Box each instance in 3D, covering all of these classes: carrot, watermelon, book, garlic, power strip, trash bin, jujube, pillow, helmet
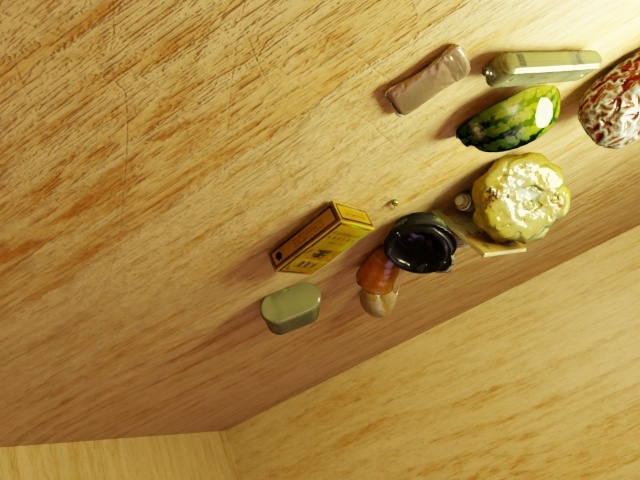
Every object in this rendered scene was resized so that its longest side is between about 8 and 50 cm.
[{"bbox_3d":[0.235,0.092,2.134,0.159,0.159,0.225,-12,141,-24],"label":"carrot"},{"bbox_3d":[0.532,-0.316,1.496,0.303,0.129,0.159,-24,175,12],"label":"watermelon"},{"bbox_3d":[0.558,-0.038,1.955,0.207,0.295,0.020,-6,126,-29],"label":"book"},{"bbox_3d":[0.277,0.274,2.556,0.244,0.145,0.164,14,106,-56],"label":"garlic"},{"bbox_3d":[0.553,-0.439,1.394,0.387,0.066,0.092,-12,170,-27],"label":"power strip"},{"bbox_3d":[-0.116,0.284,2.218,0.243,0.121,0.247,-20,158,-9],"label":"trash bin"},{"bbox_3d":[0.910,-0.415,1.586,0.317,0.226,0.226,-40,151,27],"label":"jujube"},{"bbox_3d":[0.258,-0.375,1.306,0.211,0.034,0.135,-32,151,15],"label":"pillow"},{"bbox_3d":[0.360,-0.013,1.951,0.230,0.161,0.279,33,136,-12],"label":"helmet"}]

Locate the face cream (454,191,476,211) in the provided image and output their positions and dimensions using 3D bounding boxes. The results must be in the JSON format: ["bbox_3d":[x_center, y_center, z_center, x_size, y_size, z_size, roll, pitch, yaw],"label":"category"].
[{"bbox_3d":[0.569,-0.139,2.010,0.229,0.075,0.075,3,145,-43],"label":"face cream"}]

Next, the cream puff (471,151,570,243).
[{"bbox_3d":[0.665,-0.145,1.891,0.324,0.291,0.257,-47,-179,6],"label":"cream puff"}]

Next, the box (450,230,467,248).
[{"bbox_3d":[0.530,-0.035,2.155,0.182,0.099,0.133,0,145,-42],"label":"box"}]

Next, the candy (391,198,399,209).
[{"bbox_3d":[0.247,-0.117,1.842,0.025,0.023,0.083,-29,166,-7],"label":"candy"}]

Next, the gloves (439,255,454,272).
[{"bbox_3d":[0.479,0.073,2.249,0.140,0.132,0.218,-17,174,9],"label":"gloves"}]

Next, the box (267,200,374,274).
[{"bbox_3d":[0.000,0.000,1.777,0.301,0.084,0.192,-37,152,28],"label":"box"}]
